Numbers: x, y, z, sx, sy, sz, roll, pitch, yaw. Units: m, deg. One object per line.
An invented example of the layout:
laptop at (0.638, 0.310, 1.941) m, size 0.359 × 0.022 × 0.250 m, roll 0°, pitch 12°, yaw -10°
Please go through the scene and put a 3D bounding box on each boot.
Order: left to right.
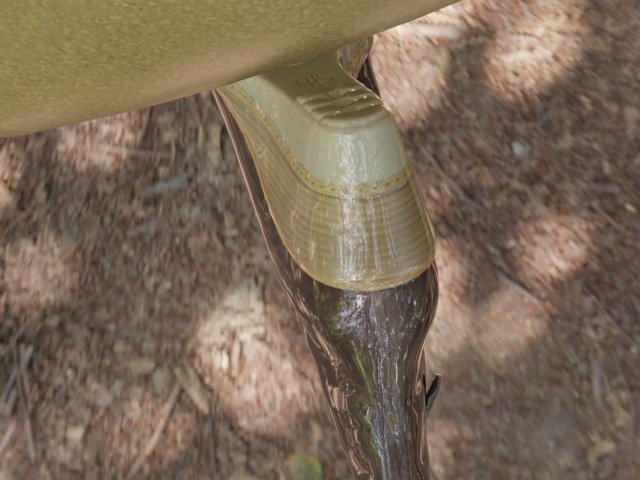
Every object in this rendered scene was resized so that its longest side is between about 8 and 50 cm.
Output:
boot at (0.000, 0.000, 0.817) m, size 0.090 × 0.248 × 0.206 m, roll -10°, pitch 116°, yaw -8°

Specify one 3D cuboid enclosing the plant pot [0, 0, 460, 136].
plant pot at (-0.026, -0.135, 0.382) m, size 0.237 × 0.237 × 0.254 m, roll 44°, pitch 131°, yaw -15°
